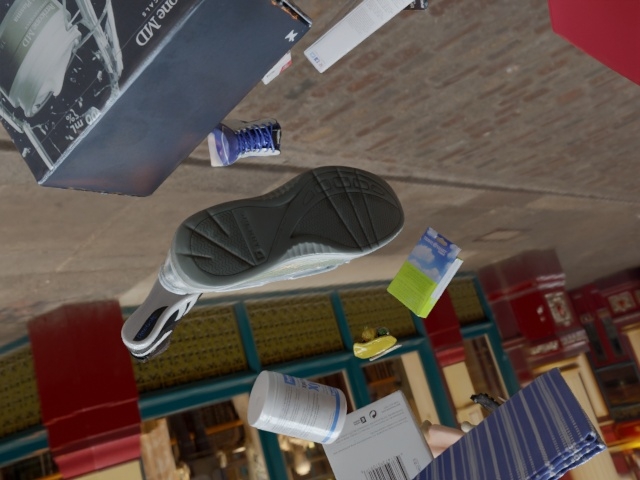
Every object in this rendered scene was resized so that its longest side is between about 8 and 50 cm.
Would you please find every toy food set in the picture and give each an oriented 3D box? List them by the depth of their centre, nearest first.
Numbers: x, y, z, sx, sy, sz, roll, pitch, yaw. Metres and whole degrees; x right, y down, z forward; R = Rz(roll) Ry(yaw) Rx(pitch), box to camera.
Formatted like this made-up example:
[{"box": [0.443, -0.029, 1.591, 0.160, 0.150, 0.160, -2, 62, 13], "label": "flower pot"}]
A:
[{"box": [0.166, 0.311, 1.960, 0.128, 0.071, 0.218, -30, 155, 9], "label": "toy food set"}]

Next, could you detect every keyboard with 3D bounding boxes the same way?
[{"box": [0.323, 0.309, 1.153, 0.023, 0.108, 0.180, -58, 150, -8], "label": "keyboard"}]

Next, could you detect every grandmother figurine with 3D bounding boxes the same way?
[{"box": [0.440, 0.566, 1.678, 0.342, 0.104, 0.208, -4, 141, 41], "label": "grandmother figurine"}]

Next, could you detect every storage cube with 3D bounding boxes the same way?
[{"box": [0.411, -0.340, 0.771, 0.183, 0.193, 0.215, -32, 135, 2], "label": "storage cube"}]

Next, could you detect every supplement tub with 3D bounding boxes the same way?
[{"box": [-0.028, 0.206, 0.769, 0.107, 0.071, 0.071, 20, 151, -19], "label": "supplement tub"}]

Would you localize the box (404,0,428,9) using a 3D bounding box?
[{"box": [0.189, -0.526, 1.307, 0.067, 0.083, 0.018, 13, -136, 29], "label": "box"}]

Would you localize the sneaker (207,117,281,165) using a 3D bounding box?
[{"box": [-0.201, -0.285, 1.715, 0.182, 0.128, 0.315, -6, -167, 4], "label": "sneaker"}]

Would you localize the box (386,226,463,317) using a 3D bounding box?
[{"box": [0.242, 0.072, 1.423, 0.042, 0.109, 0.178, 21, 104, -49], "label": "box"}]

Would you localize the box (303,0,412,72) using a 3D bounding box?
[{"box": [0.128, -0.456, 1.129, 0.322, 0.058, 0.232, -25, -154, 44], "label": "box"}]

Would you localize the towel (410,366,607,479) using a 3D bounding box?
[{"box": [0.241, 0.334, 0.902, 0.336, 0.040, 0.243, -43, -178, 12], "label": "towel"}]

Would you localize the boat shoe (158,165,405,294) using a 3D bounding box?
[{"box": [-0.037, -0.008, 0.757, 0.320, 0.118, 0.103, -20, 173, -32], "label": "boat shoe"}]

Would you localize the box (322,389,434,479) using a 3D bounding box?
[{"box": [0.114, 0.407, 1.192, 0.180, 0.182, 0.119, -25, 159, 2], "label": "box"}]

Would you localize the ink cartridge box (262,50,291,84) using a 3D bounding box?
[{"box": [-0.134, -0.495, 1.683, 0.099, 0.056, 0.135, -40, 172, -7], "label": "ink cartridge box"}]

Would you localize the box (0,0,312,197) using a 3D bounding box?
[{"box": [-0.363, -0.411, 1.109, 0.480, 0.472, 0.297, -42, 166, 18], "label": "box"}]

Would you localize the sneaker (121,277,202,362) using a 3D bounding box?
[{"box": [-0.283, 0.129, 1.166, 0.217, 0.079, 0.121, -49, 167, -30], "label": "sneaker"}]

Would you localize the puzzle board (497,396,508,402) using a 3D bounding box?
[{"box": [0.497, 0.416, 1.505, 0.011, 0.128, 0.096, -59, 142, -3], "label": "puzzle board"}]
